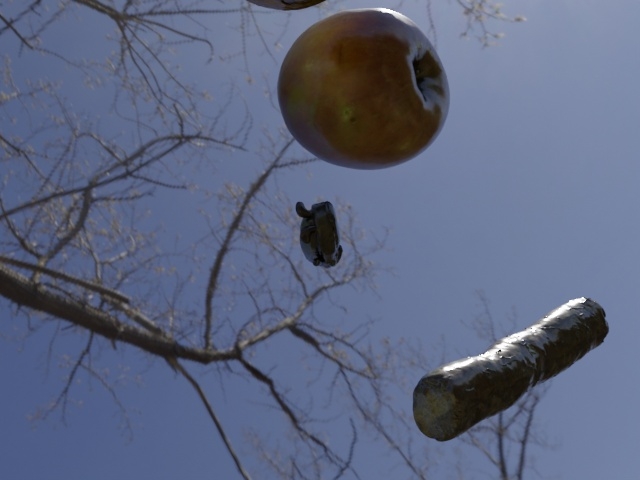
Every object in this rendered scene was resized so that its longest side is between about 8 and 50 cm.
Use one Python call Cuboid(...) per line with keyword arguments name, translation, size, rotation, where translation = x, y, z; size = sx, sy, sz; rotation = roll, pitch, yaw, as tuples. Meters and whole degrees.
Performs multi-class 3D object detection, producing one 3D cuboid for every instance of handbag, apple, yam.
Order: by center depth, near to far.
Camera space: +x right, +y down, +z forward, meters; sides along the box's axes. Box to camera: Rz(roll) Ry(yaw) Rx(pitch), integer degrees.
Cuboid(name="yam", translation=(0.180, 0.110, 0.713), size=(0.252, 0.061, 0.061), rotation=(-17, -50, -42))
Cuboid(name="handbag", translation=(0.000, 0.000, 0.897), size=(0.047, 0.072, 0.111), rotation=(-10, -26, -2))
Cuboid(name="apple", translation=(0.056, -0.205, 1.081), size=(0.237, 0.207, 0.237), rotation=(18, -113, -50))

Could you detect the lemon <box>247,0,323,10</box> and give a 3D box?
Cuboid(name="lemon", translation=(-0.037, -0.349, 0.841), size=(0.188, 0.257, 0.188), rotation=(-8, -36, -6))
